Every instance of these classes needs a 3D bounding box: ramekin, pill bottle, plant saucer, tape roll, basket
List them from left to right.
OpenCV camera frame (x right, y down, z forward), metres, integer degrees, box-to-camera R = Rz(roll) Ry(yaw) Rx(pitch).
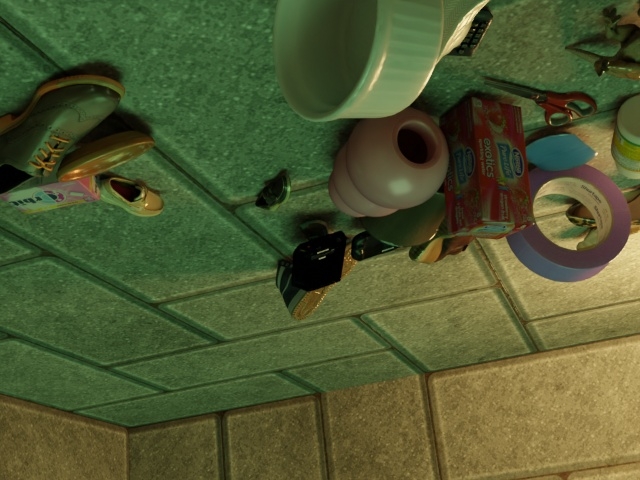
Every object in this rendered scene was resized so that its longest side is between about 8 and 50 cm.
[{"bbox_3d":[-0.420,-0.167,1.701,0.199,0.037,0.200,-23,-178,1],"label":"plant saucer"},{"bbox_3d":[0.055,-0.310,1.287,0.135,0.277,0.277,-1,158,-34],"label":"ramekin"},{"bbox_3d":[0.218,-0.104,1.972,0.204,0.154,0.227,0,153,-19],"label":"basket"},{"bbox_3d":[0.569,-0.045,2.030,0.274,0.275,0.090,-3,158,-7],"label":"tape roll"},{"bbox_3d":[0.682,-0.213,1.864,0.117,0.118,0.208,-10,157,8],"label":"pill bottle"}]

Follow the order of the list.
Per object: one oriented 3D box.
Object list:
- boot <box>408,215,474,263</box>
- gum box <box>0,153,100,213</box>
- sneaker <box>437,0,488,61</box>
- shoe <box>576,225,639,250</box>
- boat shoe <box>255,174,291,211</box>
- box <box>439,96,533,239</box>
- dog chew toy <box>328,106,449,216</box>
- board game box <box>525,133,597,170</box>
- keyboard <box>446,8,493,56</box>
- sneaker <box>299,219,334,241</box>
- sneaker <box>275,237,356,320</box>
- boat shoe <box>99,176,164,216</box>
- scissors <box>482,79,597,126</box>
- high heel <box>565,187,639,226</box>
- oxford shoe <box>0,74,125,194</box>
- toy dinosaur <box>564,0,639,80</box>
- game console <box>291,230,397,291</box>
[{"bbox_3d":[0.354,-0.034,2.280,0.206,0.090,0.248,-9,149,-48],"label":"boot"},{"bbox_3d":[-0.573,-0.115,1.839,0.188,0.062,0.107,-11,157,10],"label":"gum box"},{"bbox_3d":[0.218,-0.391,1.360,0.292,0.108,0.169,-50,-179,24],"label":"sneaker"},{"bbox_3d":[0.801,-0.021,2.445,0.076,0.058,0.219,-14,171,-39],"label":"shoe"},{"bbox_3d":[-0.108,-0.104,1.998,0.049,0.056,0.152,-2,158,-23],"label":"boat shoe"},{"bbox_3d":[0.329,-0.141,1.753,0.128,0.257,0.122,6,163,-26],"label":"box"},{"bbox_3d":[0.120,-0.141,1.800,0.206,0.207,0.332,4,163,-22],"label":"dog chew toy"},{"bbox_3d":[0.529,-0.207,1.953,0.133,0.033,0.168,-19,150,39],"label":"board game box"},{"bbox_3d":[0.121,-0.342,1.525,0.317,0.033,0.201,1,157,-14],"label":"keyboard"},{"bbox_3d":[0.000,0.000,2.246,0.064,0.076,0.166,-17,155,22],"label":"sneaker"},{"bbox_3d":[-0.017,0.070,2.409,0.099,0.153,0.282,23,114,-45],"label":"sneaker"},{"bbox_3d":[-0.409,-0.097,1.926,0.170,0.063,0.059,17,154,-41],"label":"boat shoe"},{"bbox_3d":[0.445,-0.291,1.750,0.109,0.021,0.297,-22,152,39],"label":"scissors"},{"bbox_3d":[0.758,-0.085,2.211,0.186,0.093,0.261,1,166,-33],"label":"high heel"},{"bbox_3d":[-0.487,-0.186,1.601,0.363,0.133,0.130,-23,151,35],"label":"oxford shoe"},{"bbox_3d":[0.596,-0.340,1.547,0.295,0.127,0.200,-18,162,39],"label":"toy dinosaur"},{"bbox_3d":[0.097,0.026,2.248,0.361,0.044,0.213,-18,153,-14],"label":"game console"}]
